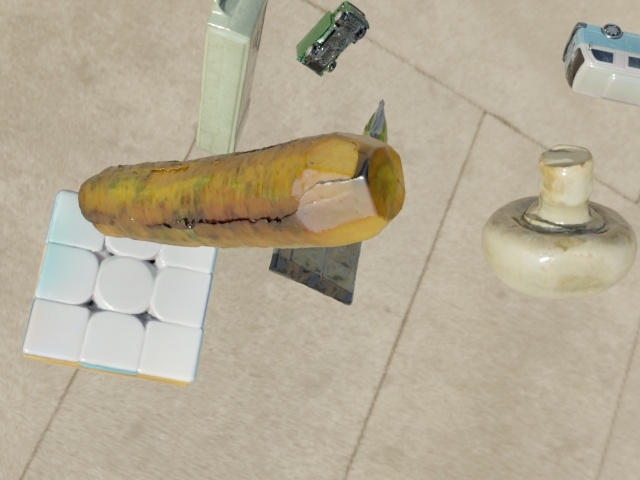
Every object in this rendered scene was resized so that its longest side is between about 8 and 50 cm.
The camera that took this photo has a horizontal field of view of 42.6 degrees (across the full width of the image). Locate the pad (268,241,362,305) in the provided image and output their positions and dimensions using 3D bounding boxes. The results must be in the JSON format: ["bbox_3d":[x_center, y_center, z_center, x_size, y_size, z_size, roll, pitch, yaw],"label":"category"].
[{"bbox_3d":[-0.001,0.000,1.343,0.233,0.022,0.174,26,70,-51],"label":"pad"}]

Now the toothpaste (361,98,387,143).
[{"bbox_3d":[0.049,-0.064,0.892,0.047,0.248,0.078,16,73,5],"label":"toothpaste"}]

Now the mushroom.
[{"bbox_3d":[0.314,-0.018,1.121,0.206,0.206,0.209,-31,100,-23],"label":"mushroom"}]

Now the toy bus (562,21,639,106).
[{"bbox_3d":[0.329,-0.186,0.892,0.123,0.060,0.075,12,56,3],"label":"toy bus"}]

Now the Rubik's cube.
[{"bbox_3d":[-0.350,0.100,1.495,0.291,0.292,0.290,12,77,-9],"label":"Rubik's cube"}]

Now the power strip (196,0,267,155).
[{"bbox_3d":[-0.103,-0.186,0.924,0.052,0.272,0.078,18,63,-3],"label":"power strip"}]

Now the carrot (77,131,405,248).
[{"bbox_3d":[-0.064,-0.030,0.544,0.070,0.260,0.070,0,90,-51],"label":"carrot"}]

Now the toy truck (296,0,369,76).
[{"bbox_3d":[0.024,-0.377,1.529,0.065,0.147,0.079,29,37,-29],"label":"toy truck"}]
